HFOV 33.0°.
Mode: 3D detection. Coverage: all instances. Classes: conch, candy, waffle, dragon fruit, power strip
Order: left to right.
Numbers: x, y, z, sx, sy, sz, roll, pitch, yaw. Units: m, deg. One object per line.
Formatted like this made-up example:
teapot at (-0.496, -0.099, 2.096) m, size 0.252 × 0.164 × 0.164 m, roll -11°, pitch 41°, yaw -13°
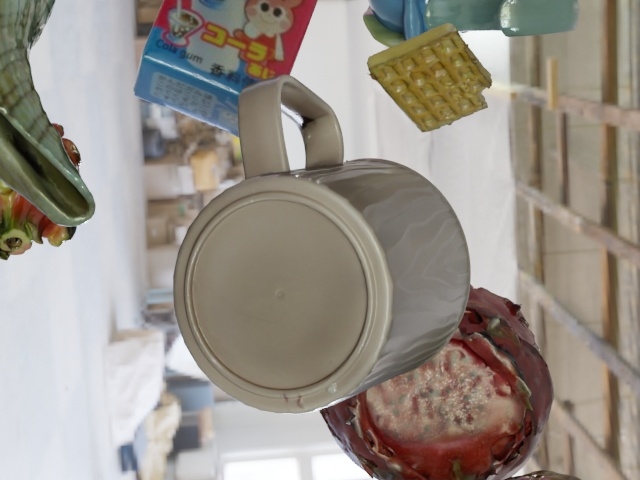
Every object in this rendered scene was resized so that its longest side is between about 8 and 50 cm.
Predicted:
conch at (-0.240, -0.177, 0.701) m, size 0.169 × 0.386 × 0.203 m, roll -44°, pitch 160°, yaw -34°
dragon fruit at (-0.208, -0.034, 0.770) m, size 0.086 × 0.081 × 0.116 m, roll 62°, pitch 16°, yaw -52°
candy at (-0.084, -0.278, 1.221) m, size 0.100 × 0.157 × 0.306 m, roll 126°, pitch -16°, yaw -65°
dragon fruit at (0.138, 0.181, 1.370) m, size 0.302 × 0.295 × 0.296 m, roll -123°, pitch -151°, yaw -68°
waffle at (0.107, -0.146, 0.990) m, size 0.135 × 0.092 × 0.021 m, roll 34°, pitch 40°, yaw -55°
power strip at (0.206, -0.253, 1.202) m, size 0.216 × 0.137 × 0.044 m, roll -148°, pitch -128°, yaw -67°

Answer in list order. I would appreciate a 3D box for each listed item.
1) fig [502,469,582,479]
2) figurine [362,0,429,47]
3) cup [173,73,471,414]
fig at (0.256, 0.411, 1.042) m, size 0.368 × 0.286 × 0.286 m, roll 43°, pitch -29°, yaw 31°
figurine at (0.120, -0.349, 1.388) m, size 0.180 × 0.153 × 0.262 m, roll 59°, pitch -10°, yaw 36°
cup at (0.017, 0.005, 0.998) m, size 0.273 × 0.208 × 0.288 m, roll -11°, pitch 115°, yaw -68°
